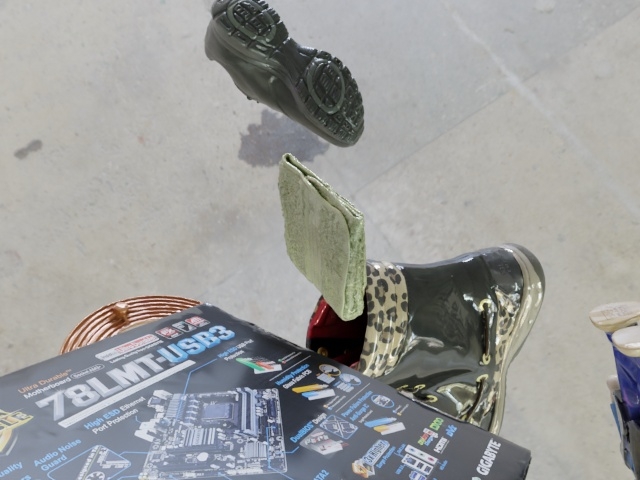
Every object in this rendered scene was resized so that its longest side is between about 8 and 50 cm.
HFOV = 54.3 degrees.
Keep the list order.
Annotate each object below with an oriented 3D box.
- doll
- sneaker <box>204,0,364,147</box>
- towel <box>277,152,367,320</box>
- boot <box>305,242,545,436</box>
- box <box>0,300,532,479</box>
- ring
[{"bbox_3d":[0.251,0.141,0.485,0.046,0.129,0.189,-17,109,4],"label":"doll"},{"bbox_3d":[-0.054,-0.243,0.943,0.286,0.130,0.109,42,61,-10],"label":"sneaker"},{"bbox_3d":[0.000,0.000,0.561,0.027,0.148,0.110,-31,55,-22],"label":"towel"},{"bbox_3d":[0.116,0.177,0.808,0.284,0.378,0.138,2,26,-33],"label":"boot"},{"bbox_3d":[-0.045,0.146,0.369,0.293,0.295,0.074,19,104,22],"label":"box"},{"bbox_3d":[-0.222,0.193,0.951,0.336,0.032,0.337,16,32,-11],"label":"ring"}]
